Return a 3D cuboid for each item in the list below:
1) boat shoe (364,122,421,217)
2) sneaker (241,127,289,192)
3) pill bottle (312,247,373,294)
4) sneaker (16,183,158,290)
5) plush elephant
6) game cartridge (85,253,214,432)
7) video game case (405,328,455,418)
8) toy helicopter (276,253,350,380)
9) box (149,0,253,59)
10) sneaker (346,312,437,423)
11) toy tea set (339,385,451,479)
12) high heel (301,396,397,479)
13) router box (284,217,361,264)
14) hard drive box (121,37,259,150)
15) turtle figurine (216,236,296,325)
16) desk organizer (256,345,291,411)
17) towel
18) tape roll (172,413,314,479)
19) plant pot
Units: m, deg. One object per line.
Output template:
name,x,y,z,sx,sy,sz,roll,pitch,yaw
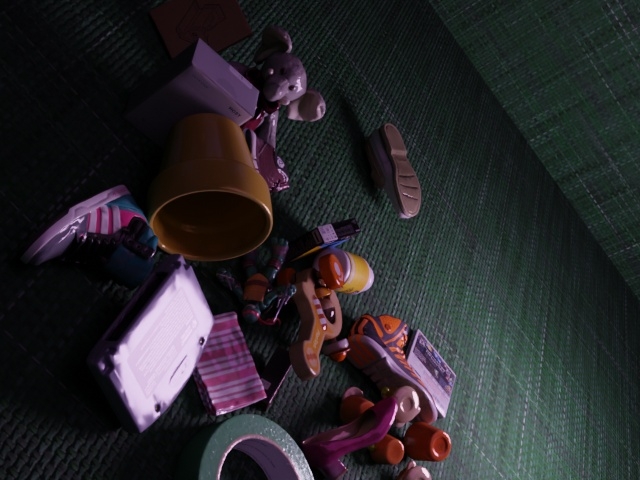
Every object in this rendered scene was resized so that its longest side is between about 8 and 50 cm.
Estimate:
boat shoe,0.212,-0.195,2.554,0.113,0.103,0.303,10,59,-45
sneaker,-0.126,-0.103,1.928,0.162,0.106,0.282,17,69,-50
pill bottle,0.063,0.081,2.141,0.184,0.103,0.103,21,50,-60
sneaker,-0.398,0.021,1.558,0.178,0.123,0.295,50,33,-1
plush elephant,-0.138,-0.348,2.045,0.272,0.255,0.330,51,34,-17
game cartridge,-0.297,0.190,1.554,0.297,0.062,0.198,-59,145,-46
video game case,0.296,0.364,2.345,0.190,0.022,0.173,51,35,-16
toy helicopter,-0.008,0.204,1.904,0.235,0.140,0.355,64,19,-20
box,-0.282,-0.515,2.034,0.165,0.201,0.021,64,3,4
sneaker,0.202,0.306,2.162,0.321,0.124,0.180,52,35,-16
toy tea set,0.170,0.459,2.056,0.200,0.124,0.336,-45,111,-25
high heel,0.065,0.405,1.872,0.244,0.082,0.117,-41,114,-17
router box,0.000,0.000,2.097,0.179,0.133,0.046,-16,79,-56
hard drive box,-0.278,-0.292,1.837,0.181,0.232,0.089,40,39,-32
turtle figurine,-0.140,0.096,1.862,0.175,0.118,0.234,10,46,-2
desk organizer,-0.103,0.294,1.820,0.047,0.050,0.130,27,53,6
towel,-0.195,0.243,1.725,0.144,0.029,0.197,-11,75,-44
tape roll,-0.133,0.493,1.614,0.321,0.077,0.321,34,42,-37
plant pot,-0.230,-0.122,1.766,0.254,0.254,0.239,29,43,-41
